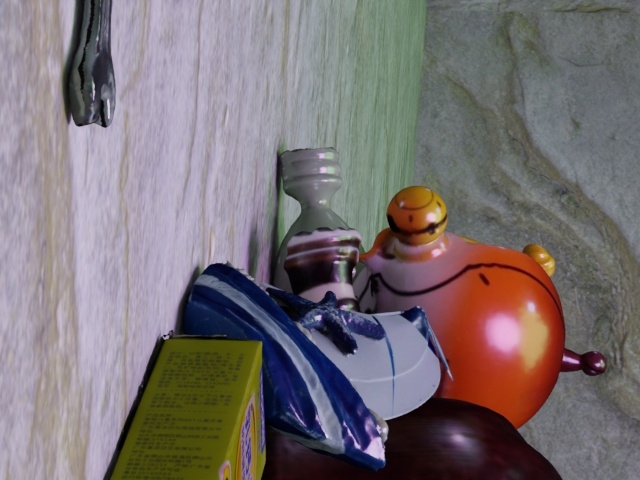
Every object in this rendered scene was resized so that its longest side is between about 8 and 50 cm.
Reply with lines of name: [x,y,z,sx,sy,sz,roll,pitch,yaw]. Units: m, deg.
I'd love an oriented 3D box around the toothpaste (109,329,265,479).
toothpaste: [-0.096,0.186,1.238,0.327,0.077,0.110,-74,164,-63]

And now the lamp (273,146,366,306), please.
lamp: [0.000,0.000,1.934,0.106,0.106,0.193,53,32,-79]

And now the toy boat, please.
toy boat: [0.000,0.079,1.510,0.070,0.210,0.291,-55,174,25]

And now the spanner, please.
spanner: [-0.129,-0.212,1.119,0.071,0.017,0.302,55,37,-79]

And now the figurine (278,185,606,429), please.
figurine: [0.106,0.105,1.836,0.196,0.323,0.320,43,-47,48]

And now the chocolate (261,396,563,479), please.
chocolate: [0.064,0.311,1.592,0.383,0.331,0.383,3,90,-85]
